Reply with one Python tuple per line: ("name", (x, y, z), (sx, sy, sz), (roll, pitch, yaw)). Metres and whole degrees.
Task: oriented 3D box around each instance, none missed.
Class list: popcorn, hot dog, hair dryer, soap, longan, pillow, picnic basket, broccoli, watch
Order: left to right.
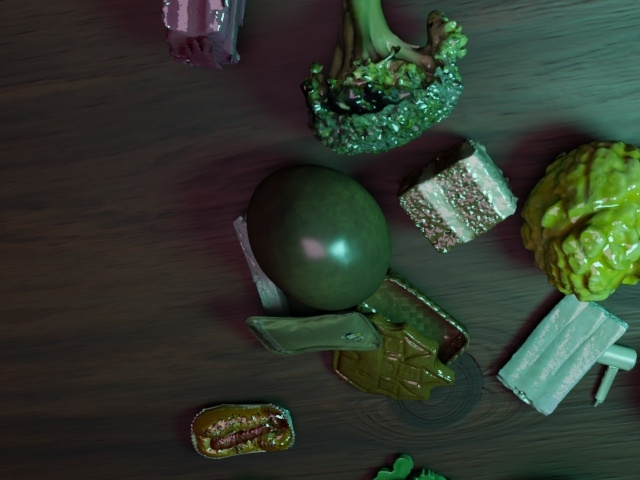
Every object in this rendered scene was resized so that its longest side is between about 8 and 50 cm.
("soap", (-0.161, -0.397, 1.231), (0.112, 0.182, 0.289), (8, 107, 8))
("hot dog", (-0.142, 0.345, 1.522), (0.191, 0.059, 0.108), (-9, 110, 7))
("pillow", (-0.011, 0.153, 1.379), (0.217, 0.033, 0.130), (-6, 141, 23))
("longan", (0.000, 0.000, 1.322), (0.215, 0.246, 0.246), (-19, 104, -1))
("broccoli", (0.080, -0.259, 1.239), (0.263, 0.247, 0.243), (-33, 64, 51))
("picnic basket", (0.157, 0.135, 1.423), (0.193, 0.055, 0.110), (39, 113, -5))
("watch", (0.164, 0.485, 1.482), (0.165, 0.152, 0.131), (27, 111, -4))
("hair dryer", (0.487, 0.232, 1.433), (0.063, 0.038, 0.124), (16, 115, 3))
("popcorn", (0.439, -0.036, 1.271), (0.251, 0.206, 0.237), (-22, 87, -6))

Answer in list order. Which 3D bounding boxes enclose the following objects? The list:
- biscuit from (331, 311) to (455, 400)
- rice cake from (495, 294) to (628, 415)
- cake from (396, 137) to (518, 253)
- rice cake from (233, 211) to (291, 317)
("biscuit", (0.121, 0.206, 1.415), (0.215, 0.034, 0.182), (15, 131, 16))
("rice cake", (0.400, 0.190, 1.407), (0.124, 0.038, 0.211), (37, 108, 17))
("cake", (0.213, -0.075, 1.311), (0.147, 0.135, 0.134), (-38, 100, 20))
("rice cake", (-0.093, 0.065, 1.434), (0.042, 0.045, 0.245), (-12, 107, 21))
